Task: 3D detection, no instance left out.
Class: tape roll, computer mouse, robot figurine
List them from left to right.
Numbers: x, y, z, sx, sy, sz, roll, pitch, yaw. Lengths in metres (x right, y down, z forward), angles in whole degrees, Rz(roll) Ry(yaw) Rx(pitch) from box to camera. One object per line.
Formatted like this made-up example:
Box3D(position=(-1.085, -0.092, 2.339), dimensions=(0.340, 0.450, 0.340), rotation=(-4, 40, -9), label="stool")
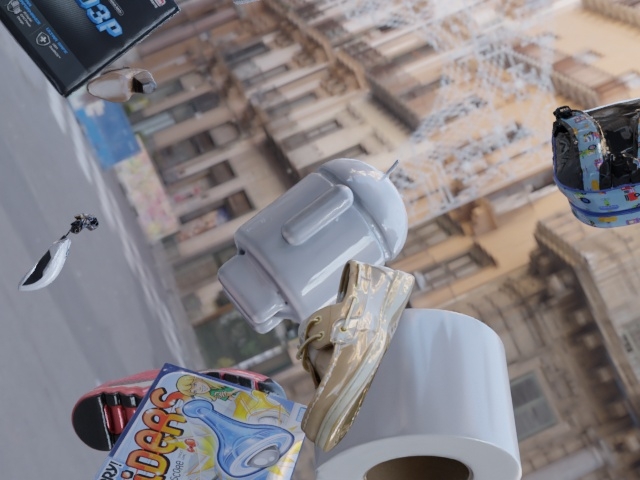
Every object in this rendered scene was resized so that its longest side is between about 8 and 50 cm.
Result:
Box3D(position=(-0.488, 0.029, 1.888), dimensions=(0.042, 0.193, 0.106), rotation=(40, 0, -2), label="computer mouse")
Box3D(position=(0.000, 0.000, 1.676), dimensions=(0.199, 0.353, 0.300), rotation=(50, -12, 11), label="robot figurine")
Box3D(position=(0.113, 0.216, 1.234), dimensions=(0.246, 0.246, 0.169), rotation=(74, 13, -51), label="tape roll")

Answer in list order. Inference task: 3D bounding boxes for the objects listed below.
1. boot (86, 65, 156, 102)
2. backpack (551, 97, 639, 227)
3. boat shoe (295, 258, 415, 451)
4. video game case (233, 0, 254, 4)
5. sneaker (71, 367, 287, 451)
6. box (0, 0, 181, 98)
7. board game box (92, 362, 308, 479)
Box3D(position=(-0.296, -0.228, 1.453), dimensions=(0.087, 0.118, 0.042), rotation=(30, -63, 48), label="boot")
Box3D(position=(0.326, -0.074, 1.071), dimensions=(0.173, 0.158, 0.116), rotation=(-71, 144, -54), label="backpack")
Box3D(position=(0.013, 0.069, 0.666), dimensions=(0.170, 0.059, 0.063), rotation=(-58, 171, -55), label="boat shoe")
Box3D(position=(-0.090, -0.430, 1.579), dimensions=(0.011, 0.087, 0.122), rotation=(27, 71, -46), label="video game case")
Box3D(position=(-0.204, 0.227, 1.502), dimensions=(0.136, 0.314, 0.115), rotation=(-83, 169, -74), label="sneaker")
Box3D(position=(-0.294, -0.301, 1.149), dimensions=(0.220, 0.175, 0.051), rotation=(54, -9, -24), label="box")
Box3D(position=(-0.092, 0.179, 0.781), dimensions=(0.201, 0.136, 0.035), rotation=(-68, 173, -62), label="board game box")
